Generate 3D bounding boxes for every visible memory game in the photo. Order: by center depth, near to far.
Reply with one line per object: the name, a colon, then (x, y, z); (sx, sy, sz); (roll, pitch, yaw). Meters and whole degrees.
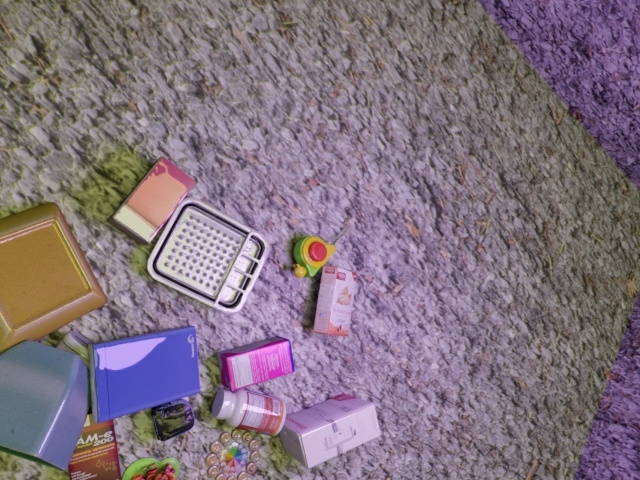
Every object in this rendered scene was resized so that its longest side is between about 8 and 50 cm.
memory game: (-0.281, 0.705, 1.641); (0.186, 0.012, 0.186); (2, 86, -28)

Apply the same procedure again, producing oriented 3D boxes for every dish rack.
dish rack: (-0.354, 0.050, 1.612); (0.333, 0.072, 0.285); (31, 74, -23)

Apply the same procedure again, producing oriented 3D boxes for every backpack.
backpack: (-0.444, 0.533, 1.525); (0.115, 0.084, 0.104); (-13, 93, -23)

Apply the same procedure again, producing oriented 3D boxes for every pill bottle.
pill bottle: (-0.229, 0.544, 1.618); (0.216, 0.121, 0.121); (23, 76, -24)

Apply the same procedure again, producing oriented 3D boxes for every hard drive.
hard drive: (-0.501, 0.378, 1.471); (0.319, 0.040, 0.210); (-3, 88, -48)

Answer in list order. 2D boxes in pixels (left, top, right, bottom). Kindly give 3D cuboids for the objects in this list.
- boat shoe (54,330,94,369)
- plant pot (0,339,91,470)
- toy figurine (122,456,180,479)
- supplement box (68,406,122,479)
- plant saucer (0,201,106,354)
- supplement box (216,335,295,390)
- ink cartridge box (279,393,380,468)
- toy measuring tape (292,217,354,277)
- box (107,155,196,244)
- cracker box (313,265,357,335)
boat shoe: (-0.648, 0.349, 1.445); (0.076, 0.083, 0.226); (-45, 105, 1)
plant pot: (-0.724, 0.402, 1.278); (0.247, 0.247, 0.252); (17, 57, 0)
toy figurine: (-0.473, 0.707, 1.457); (0.173, 0.159, 0.130); (-13, 93, -28)
supplement box: (-0.642, 0.597, 1.425); (0.130, 0.073, 0.239); (-9, 90, -27)
plant saucer: (-0.762, 0.089, 1.329); (0.333, 0.081, 0.332); (-33, 104, -47)
supplement box: (-0.209, 0.395, 1.643); (0.220, 0.111, 0.113); (-9, 92, -27)
ink cartridge box: (0.023, 0.627, 1.696); (0.283, 0.207, 0.117); (-13, 91, -27)
toy measuring tape: (0.000, 0.000, 1.786); (0.121, 0.121, 0.330); (50, 58, -16)
box: (-0.501, -0.115, 1.502); (0.127, 0.149, 0.232); (39, 71, -21)
cracker box: (0.054, 0.215, 1.779); (0.156, 0.067, 0.232); (22, 74, -59)
